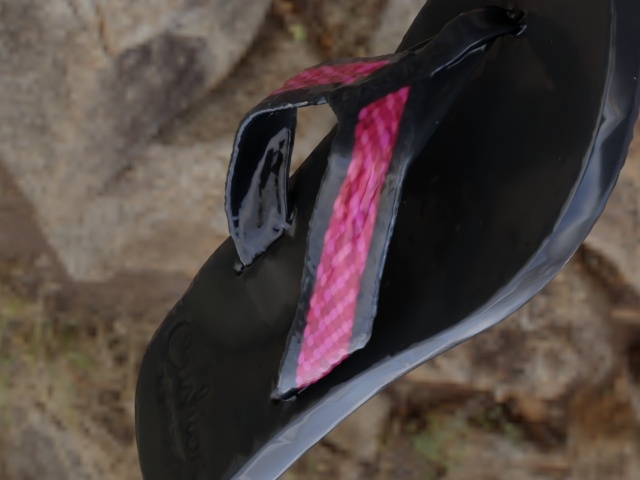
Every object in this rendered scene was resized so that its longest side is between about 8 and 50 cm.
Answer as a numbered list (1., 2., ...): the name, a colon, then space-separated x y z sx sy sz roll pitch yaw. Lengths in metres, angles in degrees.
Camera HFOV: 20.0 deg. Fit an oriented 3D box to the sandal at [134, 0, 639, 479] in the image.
1. sandal: 0.000 0.000 0.358 0.040 0.067 0.179 14 135 -33
